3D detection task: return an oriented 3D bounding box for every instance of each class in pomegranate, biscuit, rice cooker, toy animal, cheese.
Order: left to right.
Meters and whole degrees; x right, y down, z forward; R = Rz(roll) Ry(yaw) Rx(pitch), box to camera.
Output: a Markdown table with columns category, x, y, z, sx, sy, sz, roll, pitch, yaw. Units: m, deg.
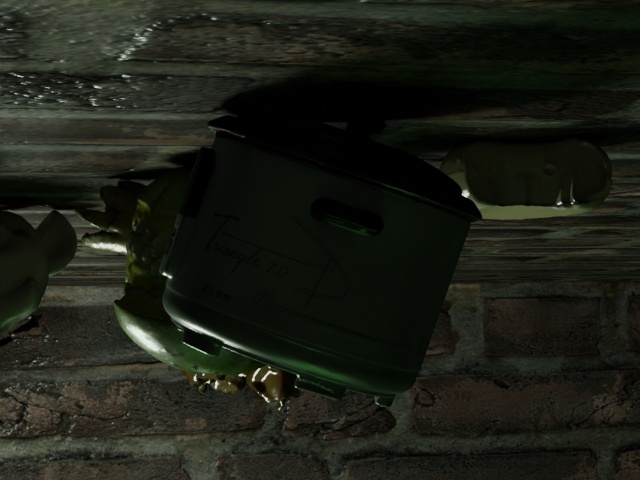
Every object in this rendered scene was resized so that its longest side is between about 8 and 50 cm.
| category | x | y | z | sx | sy | sz | roll | pitch | yaw |
| --- | --- | --- | --- | --- | --- | --- | --- | --- | --- |
| toy animal | -0.434 | 0.047 | 1.942 | 0.208 | 0.154 | 0.325 | -1 | -164 | 9 |
| pomegranate | -0.136 | 0.017 | 1.681 | 0.236 | 0.236 | 0.302 | 3 | -163 | -42 |
| biscuit | -0.117 | 0.111 | 2.362 | 0.115 | 0.268 | 0.366 | -6 | -178 | -30 |
| rice cooker | 0.000 | 0.000 | 1.301 | 0.241 | 0.227 | 0.280 | 19 | -178 | -4 |
| cheese | 0.188 | -0.055 | 1.587 | 0.163 | 0.071 | 0.249 | 1 | 174 | -12 |
